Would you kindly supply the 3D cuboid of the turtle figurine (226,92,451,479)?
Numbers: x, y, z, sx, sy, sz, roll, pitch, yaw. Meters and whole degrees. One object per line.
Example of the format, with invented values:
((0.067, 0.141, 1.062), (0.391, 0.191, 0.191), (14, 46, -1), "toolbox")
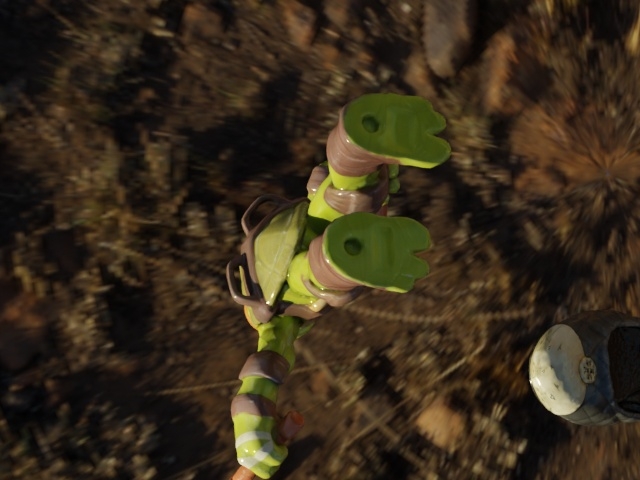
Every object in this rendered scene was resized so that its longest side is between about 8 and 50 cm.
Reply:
((0.000, 0.000, 1.014), (0.087, 0.217, 0.269), (28, 61, -6), "turtle figurine")

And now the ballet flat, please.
((0.168, 0.063, 0.907), (0.049, 0.173, 0.057), (-4, 83, 50), "ballet flat")
